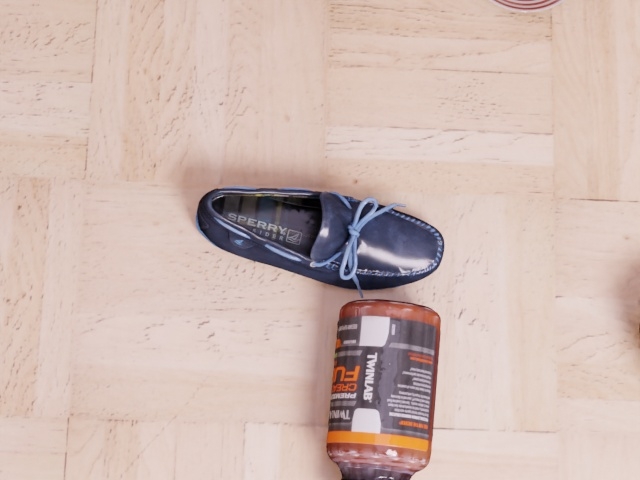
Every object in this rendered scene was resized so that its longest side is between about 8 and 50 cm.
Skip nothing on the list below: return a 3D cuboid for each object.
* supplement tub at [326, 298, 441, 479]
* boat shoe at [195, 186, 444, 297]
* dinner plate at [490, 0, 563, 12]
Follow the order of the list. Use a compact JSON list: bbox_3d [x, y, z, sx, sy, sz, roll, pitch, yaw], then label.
[{"bbox_3d":[0.061,0.162,1.292,0.106,0.106,0.198,6,76,-2],"label":"supplement tub"},{"bbox_3d":[0.000,0.000,1.334,0.258,0.089,0.109,4,77,-3],"label":"boat shoe"},{"bbox_3d":[0.225,-0.318,1.459,0.141,0.017,0.141,1,77,-2],"label":"dinner plate"}]
